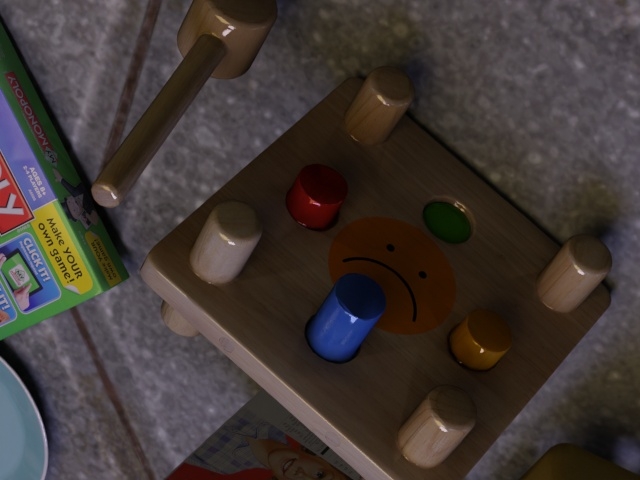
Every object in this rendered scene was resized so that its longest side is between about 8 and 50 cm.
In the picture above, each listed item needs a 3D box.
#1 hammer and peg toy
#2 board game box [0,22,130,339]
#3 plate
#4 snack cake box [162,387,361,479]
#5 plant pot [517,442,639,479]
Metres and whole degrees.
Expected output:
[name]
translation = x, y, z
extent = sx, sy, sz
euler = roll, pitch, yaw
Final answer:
[hammer and peg toy]
translation = 0.000, 0.000, 1.334
extent = 0.361, 0.266, 0.127
euler = 40, 141, 6
[board game box]
translation = -0.313, -0.068, 1.578
extent = 0.213, 0.046, 0.317
euler = -25, 94, 31
[plate]
translation = -0.313, 0.158, 1.695
extent = 0.188, 0.024, 0.188
euler = 10, 115, 23
[snack cake box]
translation = -0.024, 0.203, 1.422
extent = 0.152, 0.264, 0.089
euler = 34, 122, 12
[plant pot]
translation = 0.191, 0.271, 1.362
extent = 0.212, 0.187, 0.212
euler = 26, 125, -20
